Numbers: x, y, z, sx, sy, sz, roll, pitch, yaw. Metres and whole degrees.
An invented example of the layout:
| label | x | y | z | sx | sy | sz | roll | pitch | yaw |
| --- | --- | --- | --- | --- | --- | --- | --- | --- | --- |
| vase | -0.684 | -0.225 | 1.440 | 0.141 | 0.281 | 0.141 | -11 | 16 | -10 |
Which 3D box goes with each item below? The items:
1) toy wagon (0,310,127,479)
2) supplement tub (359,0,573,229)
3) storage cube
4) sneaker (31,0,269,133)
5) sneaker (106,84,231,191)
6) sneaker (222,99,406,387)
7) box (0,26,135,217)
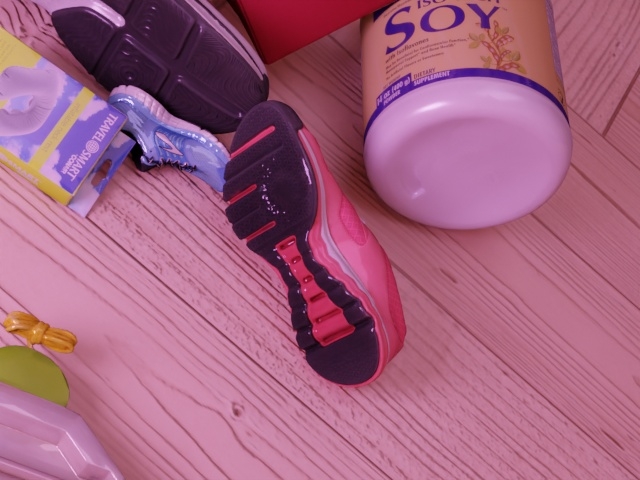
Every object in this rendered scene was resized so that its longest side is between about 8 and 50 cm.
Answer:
| label | x | y | z | sx | sy | sz | roll | pitch | yaw |
| --- | --- | --- | --- | --- | --- | --- | --- | --- | --- |
| toy wagon | -0.262 | 0.204 | 1.143 | 0.267 | 0.068 | 0.344 | 25 | 36 | -20 |
| supplement tub | 0.168 | -0.206 | 1.673 | 0.241 | 0.241 | 0.331 | 19 | 48 | -24 |
| storage cube | -0.042 | -0.354 | 1.591 | 0.215 | 0.193 | 0.184 | -28 | 49 | -3 |
| sneaker | -0.209 | -0.323 | 1.534 | 0.447 | 0.169 | 0.257 | 36 | 45 | -5 |
| sneaker | -0.166 | -0.093 | 1.482 | 0.162 | 0.063 | 0.073 | 31 | 63 | -8 |
| sneaker | 0.000 | 0.001 | 1.485 | 0.136 | 0.116 | 0.314 | -18 | 85 | -61 |
| box | -0.279 | -0.117 | 1.391 | 0.178 | 0.042 | 0.109 | 35 | 65 | -9 |
